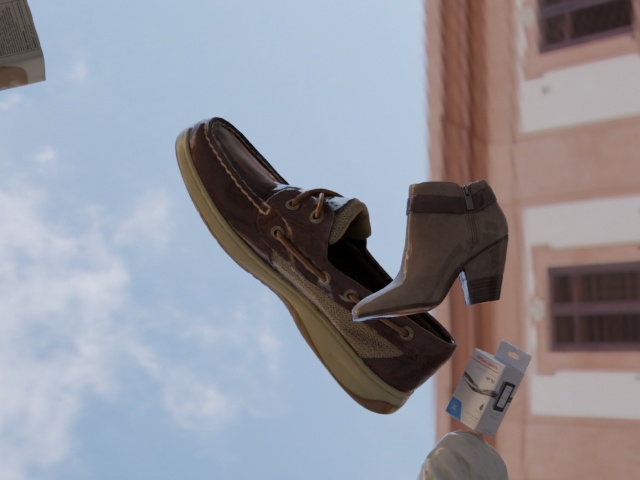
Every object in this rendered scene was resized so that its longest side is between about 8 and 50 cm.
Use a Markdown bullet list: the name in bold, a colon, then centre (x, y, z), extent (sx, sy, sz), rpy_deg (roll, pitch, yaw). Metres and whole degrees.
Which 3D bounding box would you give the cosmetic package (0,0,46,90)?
- **cosmetic package**: centre (-0.267, -0.139, 1.142), extent (0.115, 0.041, 0.060), rpy_deg (-14, -111, -13)

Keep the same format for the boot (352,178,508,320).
- **boot**: centre (0.071, 0.004, 1.028), extent (0.118, 0.042, 0.087), rpy_deg (-8, -95, -20)

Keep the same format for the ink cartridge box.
- **ink cartridge box**: centre (0.155, 0.132, 1.415), extent (0.028, 0.048, 0.083), rpy_deg (23, -86, -37)

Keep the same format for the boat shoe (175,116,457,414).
- **boat shoe**: centre (0.000, 0.000, 1.465), extent (0.342, 0.123, 0.123), rpy_deg (53, -155, 12)

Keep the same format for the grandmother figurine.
- **grandmother figurine**: centre (0.104, 0.301, 1.500), extent (0.104, 0.342, 0.208), rpy_deg (17, -131, 1)
